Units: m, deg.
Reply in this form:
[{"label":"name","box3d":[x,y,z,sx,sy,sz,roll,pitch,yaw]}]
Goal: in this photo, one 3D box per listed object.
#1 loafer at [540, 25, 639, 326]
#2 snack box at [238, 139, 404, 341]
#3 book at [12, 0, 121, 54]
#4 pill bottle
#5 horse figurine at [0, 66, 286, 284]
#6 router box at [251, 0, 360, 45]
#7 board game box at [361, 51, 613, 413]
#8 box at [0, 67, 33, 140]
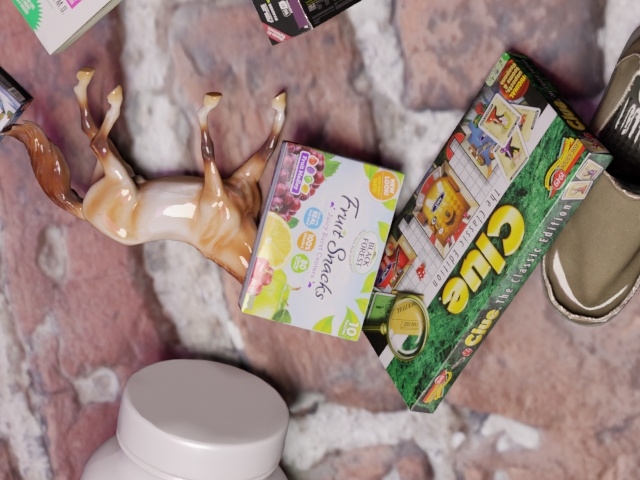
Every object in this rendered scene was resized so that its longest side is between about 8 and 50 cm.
[{"label":"loafer","box3d":[0.221,-0.043,1.144,0.094,0.087,0.251,19,114,13]},{"label":"snack box","box3d":[0.000,0.000,1.227,0.100,0.037,0.141,14,95,-10]},{"label":"book","box3d":[-0.199,-0.235,1.261,0.144,0.035,0.096,-36,90,28]},{"label":"pill bottle","box3d":[-0.127,0.281,1.329,0.188,0.188,0.334,18,114,13]},{"label":"horse figurine","box3d":[-0.131,-0.049,1.278,0.263,0.066,0.174,7,115,9]},{"label":"router box","box3d":[-0.017,-0.208,1.151,0.038,0.122,0.092,-18,101,29]},{"label":"board game box","box3d":[0.115,-0.004,1.185,0.260,0.030,0.136,-59,43,26]},{"label":"box","box3d":[-0.331,-0.137,1.343,0.137,0.027,0.094,44,115,1]}]
